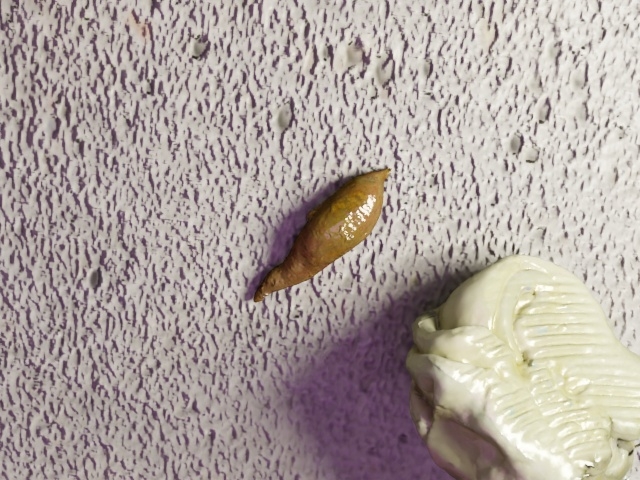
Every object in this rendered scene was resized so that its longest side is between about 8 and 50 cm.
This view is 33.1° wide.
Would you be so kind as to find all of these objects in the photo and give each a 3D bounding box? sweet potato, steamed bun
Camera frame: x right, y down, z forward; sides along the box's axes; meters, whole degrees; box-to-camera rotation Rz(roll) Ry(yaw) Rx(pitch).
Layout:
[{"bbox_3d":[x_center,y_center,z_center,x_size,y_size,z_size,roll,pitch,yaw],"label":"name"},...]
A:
[{"bbox_3d":[0.001,0.001,1.228,0.068,0.068,0.226,43,102,-12],"label":"sweet potato"},{"bbox_3d":[0.215,0.177,1.212,0.280,0.268,0.207,45,138,3],"label":"steamed bun"}]
